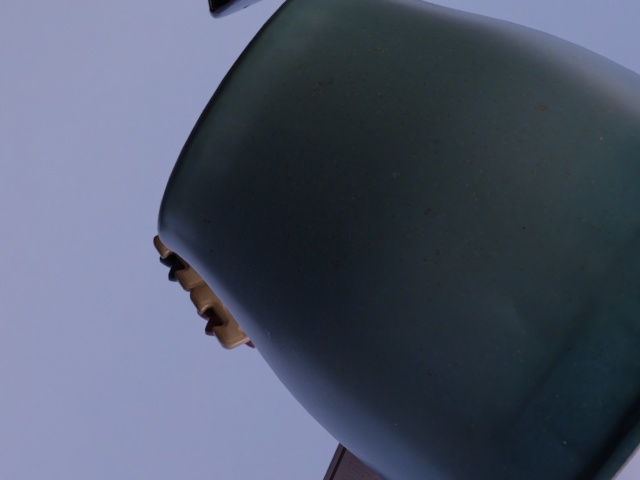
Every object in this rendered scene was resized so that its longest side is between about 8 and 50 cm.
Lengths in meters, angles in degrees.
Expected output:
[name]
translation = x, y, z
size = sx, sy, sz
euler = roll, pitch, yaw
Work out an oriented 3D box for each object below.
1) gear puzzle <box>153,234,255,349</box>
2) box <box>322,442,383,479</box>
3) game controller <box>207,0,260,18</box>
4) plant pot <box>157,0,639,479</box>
[gear puzzle]
translation = 0.000, 0.000, 1.261
size = 0.339, 0.044, 0.175
euler = -23, -123, -25
[box]
translation = 0.073, 0.232, 0.881
size = 0.087, 0.169, 0.290
euler = -32, 150, -54
[game controller]
translation = 0.027, -0.306, 1.186
size = 0.319, 0.067, 0.166
euler = -33, 177, -36
[plant pot]
translation = 0.064, -0.006, 0.641
size = 0.272, 0.255, 0.272
euler = -54, 173, -10
